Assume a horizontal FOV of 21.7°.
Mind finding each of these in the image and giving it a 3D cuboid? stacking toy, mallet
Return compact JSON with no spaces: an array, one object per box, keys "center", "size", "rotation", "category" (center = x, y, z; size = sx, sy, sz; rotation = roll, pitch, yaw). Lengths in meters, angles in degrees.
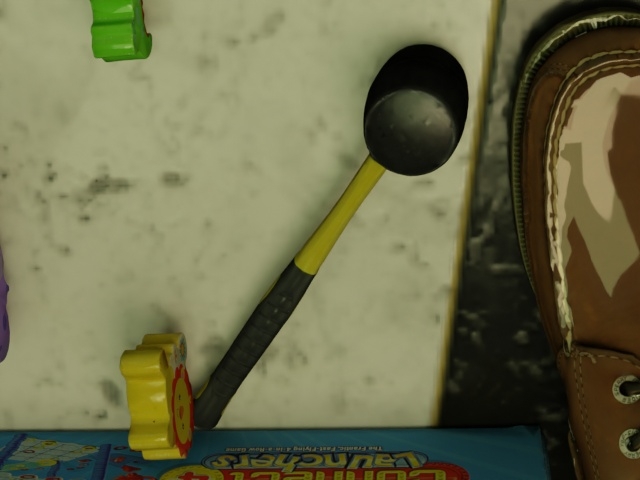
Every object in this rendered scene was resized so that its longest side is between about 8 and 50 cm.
[{"center":[-0.143,-0.015,0.670],"size":[0.167,0.052,0.221],"rotation":[-3,102,10],"category":"stacking toy"},{"center":[0.000,0.000,0.678],"size":[0.039,0.062,0.190],"rotation":[33,122,-5],"category":"mallet"}]

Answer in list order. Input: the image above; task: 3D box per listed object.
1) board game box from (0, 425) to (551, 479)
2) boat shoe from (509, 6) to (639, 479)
[{"center":[-0.051,0.238,0.726],"size":[0.301,0.086,0.308],"rotation":[-1,108,5],"category":"board game box"},{"center":[0.148,0.063,0.646],"size":[0.110,0.104,0.307],"rotation":[-15,106,9],"category":"boat shoe"}]
